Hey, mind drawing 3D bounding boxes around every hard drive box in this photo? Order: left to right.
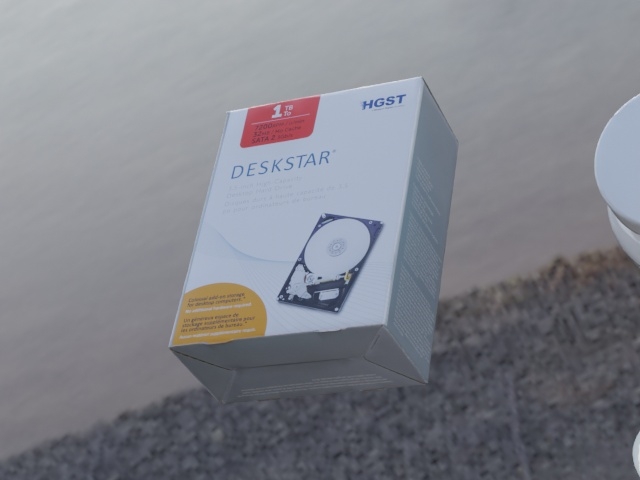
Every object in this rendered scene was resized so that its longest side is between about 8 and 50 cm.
[{"bbox_3d":[0.000,0.000,1.094,0.181,0.089,0.232,-8,51,25],"label":"hard drive box"}]

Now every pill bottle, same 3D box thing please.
[{"bbox_3d":[0.348,-0.020,1.239,0.162,0.278,0.162,-13,62,25],"label":"pill bottle"}]

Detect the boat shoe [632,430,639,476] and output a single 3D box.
[{"bbox_3d":[0.253,0.134,0.569,0.116,0.099,0.319,-39,24,-19],"label":"boat shoe"}]
